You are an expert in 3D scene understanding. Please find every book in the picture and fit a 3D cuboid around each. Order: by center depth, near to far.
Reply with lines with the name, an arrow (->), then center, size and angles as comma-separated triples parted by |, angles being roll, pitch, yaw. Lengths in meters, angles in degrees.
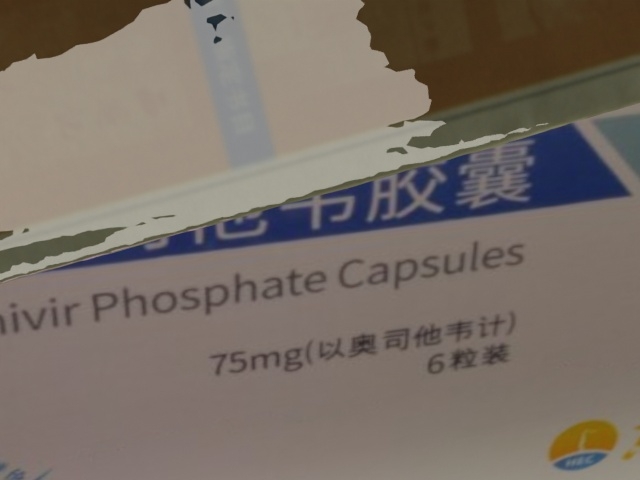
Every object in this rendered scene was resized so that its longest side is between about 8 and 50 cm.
book -> -0.008, -0.093, 0.341 | 0.241, 0.018, 0.170 | -17, 106, -8

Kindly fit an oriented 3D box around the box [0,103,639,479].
box -> 0.000, 0.000, 0.447 | 0.343, 0.065, 0.200 | -7, 130, -11
